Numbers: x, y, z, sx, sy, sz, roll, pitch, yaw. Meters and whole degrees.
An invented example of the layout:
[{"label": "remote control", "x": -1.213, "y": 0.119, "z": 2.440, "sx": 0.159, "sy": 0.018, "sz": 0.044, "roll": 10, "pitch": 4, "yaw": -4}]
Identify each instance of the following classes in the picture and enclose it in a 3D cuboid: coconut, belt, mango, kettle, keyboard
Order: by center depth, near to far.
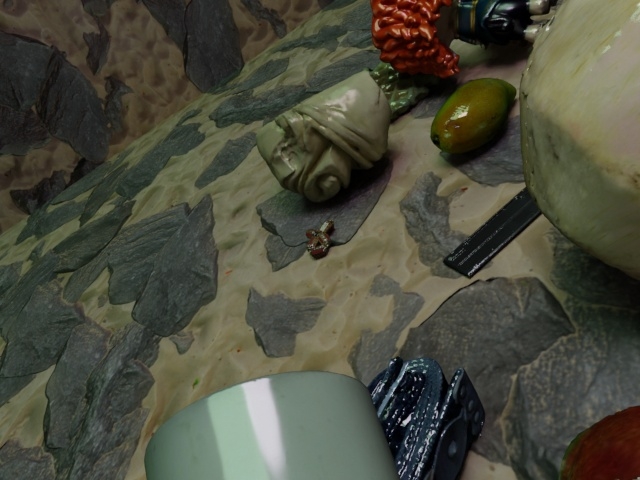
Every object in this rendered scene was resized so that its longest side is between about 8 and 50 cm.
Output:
[{"label": "kettle", "x": -0.023, "y": 0.299, "z": 0.413, "sx": 0.265, "sy": 0.205, "sz": 0.318, "roll": -44, "pitch": 47, "yaw": 22}, {"label": "coconut", "x": 0.385, "y": -0.141, "z": 0.597, "sx": 0.353, "sy": 0.352, "sz": 0.352, "roll": -25, "pitch": 32, "yaw": 17}, {"label": "belt", "x": 0.079, "y": 0.228, "z": 0.605, "sx": 0.122, "sy": 0.128, "sz": 0.218, "roll": 3, "pitch": 48, "yaw": 39}, {"label": "keyboard", "x": 0.282, "y": -0.020, "z": 0.872, "sx": 0.202, "sy": 0.011, "sz": 0.067, "roll": -40, "pitch": 33, "yaw": -9}, {"label": "mango", "x": 0.304, "y": -0.249, "z": 1.078, "sx": 0.233, "sy": 0.111, "sz": 0.125, "roll": -36, "pitch": 42, "yaw": -27}]

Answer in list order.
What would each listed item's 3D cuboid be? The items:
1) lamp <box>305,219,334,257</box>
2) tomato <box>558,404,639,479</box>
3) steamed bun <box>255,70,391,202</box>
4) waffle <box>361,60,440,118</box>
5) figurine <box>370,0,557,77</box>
[{"label": "lamp", "x": 0.000, "y": 0.000, "z": 1.099, "sx": 0.063, "sy": 0.031, "sz": 0.083, "roll": -25, "pitch": 35, "yaw": 19}, {"label": "tomato", "x": 0.239, "y": 0.237, "z": 0.280, "sx": 0.239, "sy": 0.303, "sz": 0.303, "roll": 6, "pitch": 47, "yaw": 24}, {"label": "steamed bun", "x": 0.025, "y": -0.206, "z": 1.200, "sx": 0.289, "sy": 0.203, "sz": 0.276, "roll": -25, "pitch": 6, "yaw": 12}, {"label": "waffle", "x": 0.157, "y": -0.385, "z": 1.452, "sx": 0.292, "sy": 0.056, "sz": 0.309, "roll": -37, "pitch": 32, "yaw": -5}, {"label": "figurine", "x": 0.322, "y": -0.506, "z": 1.274, "sx": 0.412, "sy": 0.241, "sz": 0.306, "roll": -9, "pitch": 45, "yaw": 4}]
